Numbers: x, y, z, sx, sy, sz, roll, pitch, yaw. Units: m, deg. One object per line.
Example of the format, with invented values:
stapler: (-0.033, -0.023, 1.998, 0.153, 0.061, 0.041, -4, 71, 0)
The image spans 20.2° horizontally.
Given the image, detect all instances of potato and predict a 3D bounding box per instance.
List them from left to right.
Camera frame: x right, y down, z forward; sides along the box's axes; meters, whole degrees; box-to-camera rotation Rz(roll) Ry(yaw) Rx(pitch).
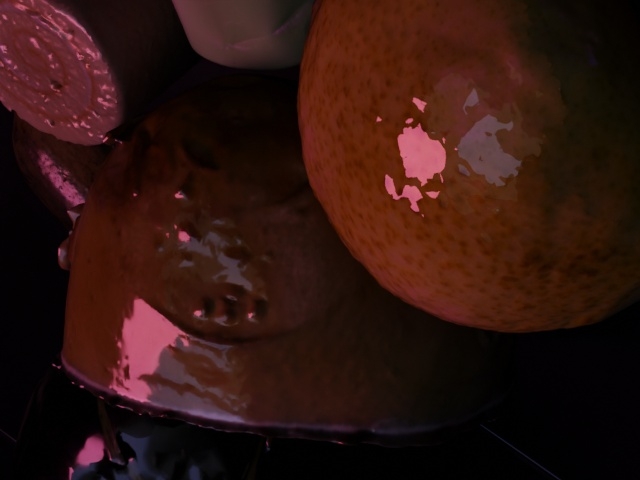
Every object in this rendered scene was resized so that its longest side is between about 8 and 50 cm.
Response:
potato: (0.000, 0.000, 1.094, 0.246, 0.299, 0.196, 34, 118, 59)

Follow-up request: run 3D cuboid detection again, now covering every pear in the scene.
pear: (0.112, -0.075, 0.893, 0.271, 0.271, 0.271, 26, 141, 23)

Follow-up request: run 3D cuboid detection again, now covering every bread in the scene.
bread: (-0.143, -0.154, 1.160, 0.148, 0.141, 0.134, 33, 147, 18)

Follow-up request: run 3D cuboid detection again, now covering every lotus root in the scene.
lotus root: (-0.168, -0.042, 1.348, 0.179, 0.080, 0.089, 42, 143, 2)

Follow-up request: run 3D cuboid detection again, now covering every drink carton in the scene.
drink carton: (-0.044, -0.184, 1.037, 0.146, 0.144, 0.142, 16, 142, 34)

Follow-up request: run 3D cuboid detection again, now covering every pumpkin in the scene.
pumpkin: (-0.073, 0.145, 1.337, 0.295, 0.296, 0.296, 26, 141, 23)
